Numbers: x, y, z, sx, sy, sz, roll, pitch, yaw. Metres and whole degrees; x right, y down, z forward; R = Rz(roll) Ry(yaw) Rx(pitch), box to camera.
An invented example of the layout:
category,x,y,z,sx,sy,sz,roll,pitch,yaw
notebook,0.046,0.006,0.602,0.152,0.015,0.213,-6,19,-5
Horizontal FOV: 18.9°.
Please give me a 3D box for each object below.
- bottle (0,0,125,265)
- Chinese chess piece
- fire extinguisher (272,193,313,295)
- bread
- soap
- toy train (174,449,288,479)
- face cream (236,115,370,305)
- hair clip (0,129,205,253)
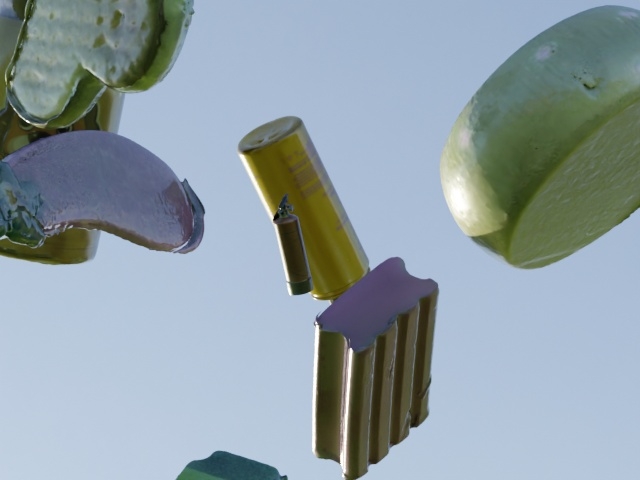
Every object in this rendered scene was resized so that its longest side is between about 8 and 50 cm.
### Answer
category,x,y,z,sx,sy,sz,roll,pitch,yaw
bottle,-0.290,-0.161,2.024,0.171,0.351,0.171,11,9,-2
Chinese chess piece,0.219,-0.087,1.656,0.250,0.101,0.250,-31,-26,-17
fire extinguisher,-0.024,0.003,1.616,0.022,0.083,0.028,-6,16,23
bread,-0.186,-0.188,1.582,0.064,0.172,0.232,-3,-15,-44
soap,0.050,0.124,1.831,0.122,0.065,0.203,-38,-32,-32
toy train,-0.107,0.400,2.337,0.238,0.299,0.167,16,-56,16
face cream,0.000,0.000,2.077,0.078,0.078,0.273,-19,-68,16
hair clip,-0.225,-0.042,1.826,0.359,0.110,0.095,-10,-50,-56
